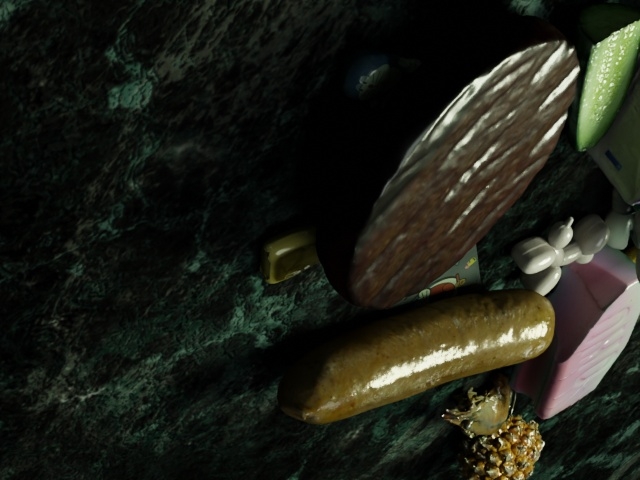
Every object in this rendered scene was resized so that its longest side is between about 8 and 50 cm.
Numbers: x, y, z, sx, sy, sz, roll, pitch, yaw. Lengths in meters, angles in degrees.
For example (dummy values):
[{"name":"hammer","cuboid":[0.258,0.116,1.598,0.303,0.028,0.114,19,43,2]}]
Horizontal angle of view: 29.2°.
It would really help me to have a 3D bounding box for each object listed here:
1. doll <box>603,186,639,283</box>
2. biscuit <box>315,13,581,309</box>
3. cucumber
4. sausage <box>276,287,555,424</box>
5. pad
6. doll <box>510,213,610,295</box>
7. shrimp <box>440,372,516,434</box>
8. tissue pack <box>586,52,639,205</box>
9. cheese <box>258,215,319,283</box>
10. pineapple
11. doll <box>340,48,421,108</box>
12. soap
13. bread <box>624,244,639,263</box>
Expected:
[{"name":"doll","cuboid":[0.514,-0.030,1.927,0.153,0.258,0.195,-28,-172,13]},{"name":"biscuit","cuboid":[0.149,-0.095,1.478,0.407,0.091,0.407,-37,154,-22]},{"name":"cucumber","cuboid":[0.351,-0.207,1.598,0.115,0.063,0.244,-34,150,-22]},{"name":"sausage","cuboid":[0.142,0.165,1.809,0.501,0.136,0.123,-13,120,-31]},{"name":"pad","cuboid":[0.165,0.066,1.831,0.170,0.006,0.245,-31,149,-8]},{"name":"doll","cuboid":[0.380,0.016,1.929,0.160,0.059,0.161,-36,148,0]},{"name":"shrimp","cuboid":[0.268,0.281,2.173,0.262,0.066,0.117,24,76,-57]},{"name":"tissue pack","cuboid":[0.563,-0.197,1.731,0.338,0.160,0.242,-12,147,-37]},{"name":"cheese","cuboid":[-0.001,-0.001,1.546,0.162,0.036,0.086,-23,148,-21]},{"name":"pineapple","cuboid":[0.313,0.385,2.307,0.137,0.161,0.176,39,109,-20]},{"name":"doll","cuboid":[0.059,-0.179,1.353,0.083,0.050,0.076,-5,136,-41]},{"name":"soap","cuboid":[0.447,0.148,2.111,0.193,0.109,0.324,-28,146,-25]},{"name":"bread","cuboid":[0.606,0.052,2.171,0.114,0.083,0.211,-25,155,23]}]
